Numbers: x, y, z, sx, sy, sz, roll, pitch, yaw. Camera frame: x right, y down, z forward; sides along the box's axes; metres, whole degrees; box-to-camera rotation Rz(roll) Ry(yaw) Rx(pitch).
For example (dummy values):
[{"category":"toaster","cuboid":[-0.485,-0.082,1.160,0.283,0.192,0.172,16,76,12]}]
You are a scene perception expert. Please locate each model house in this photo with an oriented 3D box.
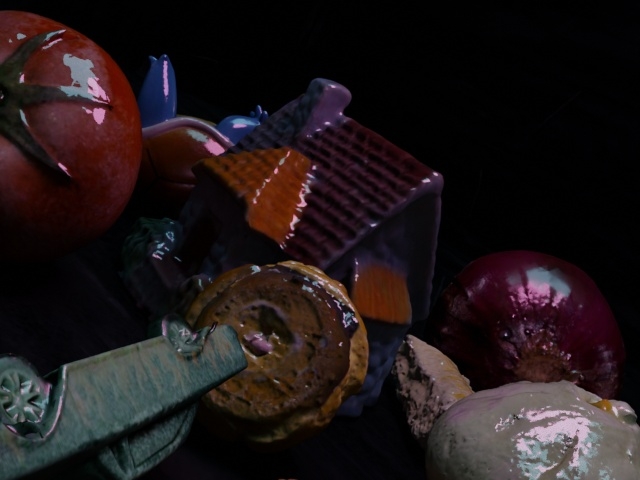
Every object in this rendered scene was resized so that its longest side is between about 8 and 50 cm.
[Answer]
[{"category":"model house","cuboid":[-0.019,-0.019,0.999,0.297,0.339,0.360,22,12,-38]}]

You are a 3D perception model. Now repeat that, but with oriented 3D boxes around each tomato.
[{"category":"tomato","cuboid":[-0.320,-0.102,0.867,0.264,0.265,0.265,27,11,-5]}]

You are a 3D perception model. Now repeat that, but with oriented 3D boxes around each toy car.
[{"category":"toy car","cuboid":[-0.159,0.121,0.529,0.097,0.141,0.320,64,16,6]}]

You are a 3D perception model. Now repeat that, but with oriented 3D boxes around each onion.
[{"category":"onion","cuboid":[0.357,0.154,1.359,0.336,0.260,0.282,29,6,7]}]

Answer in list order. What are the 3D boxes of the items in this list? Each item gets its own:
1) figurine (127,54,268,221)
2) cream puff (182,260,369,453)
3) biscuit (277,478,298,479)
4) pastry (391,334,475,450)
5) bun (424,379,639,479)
[{"category":"figurine","cuboid":[-0.228,-0.114,1.327,0.416,0.298,0.243,32,55,2]},{"category":"cream puff","cuboid":[-0.045,0.106,0.775,0.189,0.189,0.129,30,-15,9]},{"category":"biscuit","cuboid":[0.018,0.253,0.579,0.205,0.049,0.324,36,14,33]},{"category":"pastry","cuboid":[0.161,0.209,1.028,0.121,0.089,0.258,21,13,-14]},{"category":"bun","cuboid":[0.243,0.236,0.767,0.283,0.179,0.283,40,14,-13]}]
